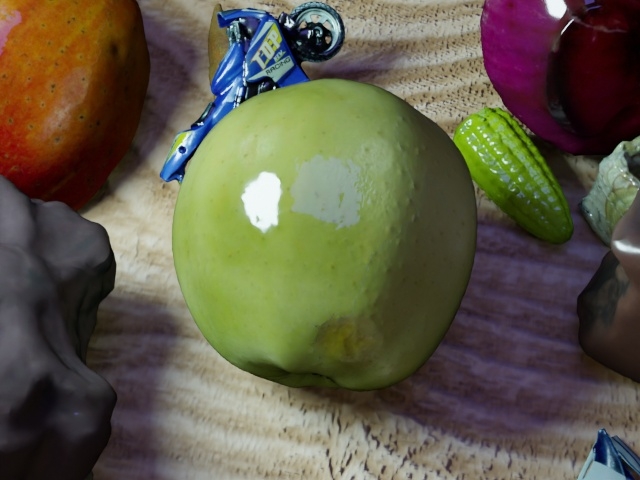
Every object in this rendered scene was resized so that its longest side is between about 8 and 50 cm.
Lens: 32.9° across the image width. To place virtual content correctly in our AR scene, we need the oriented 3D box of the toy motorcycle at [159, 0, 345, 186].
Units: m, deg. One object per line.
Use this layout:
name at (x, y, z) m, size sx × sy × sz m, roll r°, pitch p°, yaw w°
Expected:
toy motorcycle at (-0.098, -0.198, 1.439) m, size 0.169 × 0.113 × 0.315 m, roll 30°, pitch 85°, yaw -10°

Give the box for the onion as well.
onion at (0.370, -0.333, 1.455) m, size 0.398 × 0.398 × 0.420 m, roll -19°, pitch 33°, yaw -12°

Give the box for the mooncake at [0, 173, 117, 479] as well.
mooncake at (-0.372, 0.096, 1.138) m, size 0.351 × 0.212 × 0.381 m, roll 12°, pitch 42°, yaw -33°

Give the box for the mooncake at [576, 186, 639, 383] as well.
mooncake at (0.441, 0.050, 1.218) m, size 0.334 × 0.326 × 0.174 m, roll 0°, pitch 53°, yaw 40°

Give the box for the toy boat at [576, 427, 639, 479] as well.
toy boat at (0.262, 0.332, 1.184) m, size 0.210 × 0.070 × 0.291 m, roll 10°, pitch 55°, yaw 0°

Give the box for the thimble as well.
thimble at (0.432, -0.052, 1.373) m, size 0.191 × 0.143 × 0.137 m, roll 19°, pitch 61°, yaw 12°

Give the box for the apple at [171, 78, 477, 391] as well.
apple at (0.000, 0.000, 1.230) m, size 0.357 × 0.357 × 0.357 m, roll 0°, pitch 58°, yaw 0°

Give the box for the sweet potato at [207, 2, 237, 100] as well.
sweet potato at (-0.129, -0.248, 1.537) m, size 0.068 × 0.060 × 0.205 m, roll -15°, pitch 69°, yaw 1°

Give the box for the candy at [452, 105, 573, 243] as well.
candy at (0.260, -0.080, 1.424) m, size 0.097 × 0.096 × 0.209 m, roll -29°, pitch 68°, yaw -17°

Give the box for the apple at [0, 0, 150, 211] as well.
apple at (-0.407, -0.215, 1.411) m, size 0.295 × 0.329 × 0.365 m, roll 21°, pitch 67°, yaw 49°
